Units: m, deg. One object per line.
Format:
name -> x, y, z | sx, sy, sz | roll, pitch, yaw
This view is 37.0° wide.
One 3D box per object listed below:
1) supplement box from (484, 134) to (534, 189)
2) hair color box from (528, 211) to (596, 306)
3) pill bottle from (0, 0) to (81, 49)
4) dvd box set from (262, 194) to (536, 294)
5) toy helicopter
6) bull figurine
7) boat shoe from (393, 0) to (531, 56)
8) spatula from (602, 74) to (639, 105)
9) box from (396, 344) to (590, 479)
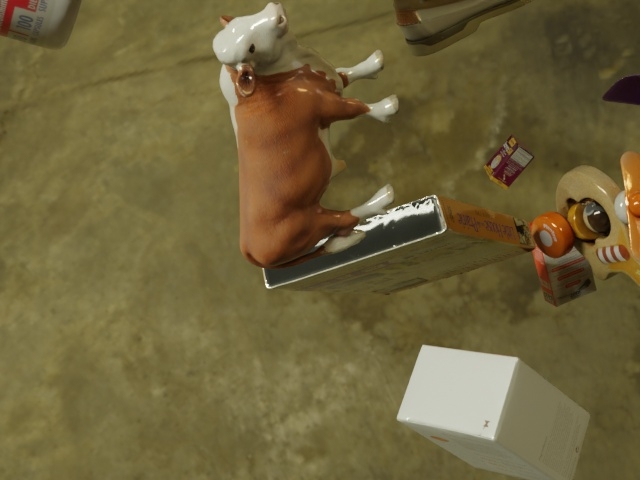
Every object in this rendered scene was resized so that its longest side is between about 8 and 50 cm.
supplement box -> 0.352, -0.146, 1.788 | 0.083, 0.043, 0.055 | -52, 21, 20
hair color box -> 0.465, 0.033, 1.849 | 0.093, 0.167, 0.053 | -21, 17, -10
pill bottle -> -0.518, -0.419, 1.279 | 0.407, 0.229, 0.229 | 14, 41, -20
dvd box set -> 0.142, 0.019, 1.557 | 0.307, 0.420, 0.062 | -19, 77, 28
toy helicopter -> 0.531, 0.012, 1.610 | 0.140, 0.235, 0.355 | -25, 63, -24
bull figurine -> -0.018, -0.110, 1.010 | 0.188, 0.311, 0.101 | -7, 35, -14
boat shoe -> 0.246, -0.390, 1.415 | 0.302, 0.103, 0.113 | -33, 27, -8
spatula -> 0.623, -0.267, 1.629 | 0.296, 0.084, 0.030 | -10, 69, -19
box -> 0.192, 0.193, 1.048 | 0.130, 0.170, 0.091 | 3, 64, 45
